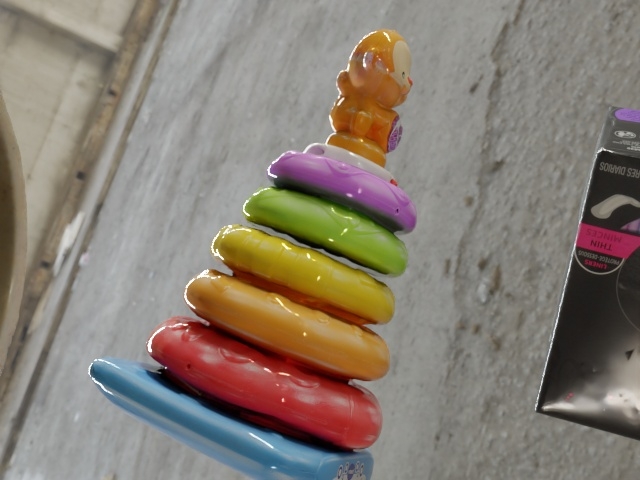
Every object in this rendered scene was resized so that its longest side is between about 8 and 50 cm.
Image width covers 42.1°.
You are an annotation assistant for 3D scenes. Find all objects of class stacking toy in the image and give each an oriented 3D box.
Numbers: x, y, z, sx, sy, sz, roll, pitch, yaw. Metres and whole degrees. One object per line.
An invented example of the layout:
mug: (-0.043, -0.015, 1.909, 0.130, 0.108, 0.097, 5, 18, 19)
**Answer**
stacking toy: (0.000, 0.000, 0.550, 0.302, 0.165, 0.175, -68, -22, -6)

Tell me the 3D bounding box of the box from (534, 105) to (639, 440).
box: (0.308, 0.036, 0.755, 0.143, 0.165, 0.271, -49, -33, -57)

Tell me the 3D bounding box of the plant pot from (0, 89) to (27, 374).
plant pot: (-0.389, -0.004, 0.435, 0.305, 0.334, 0.334, 0, 60, 21)
